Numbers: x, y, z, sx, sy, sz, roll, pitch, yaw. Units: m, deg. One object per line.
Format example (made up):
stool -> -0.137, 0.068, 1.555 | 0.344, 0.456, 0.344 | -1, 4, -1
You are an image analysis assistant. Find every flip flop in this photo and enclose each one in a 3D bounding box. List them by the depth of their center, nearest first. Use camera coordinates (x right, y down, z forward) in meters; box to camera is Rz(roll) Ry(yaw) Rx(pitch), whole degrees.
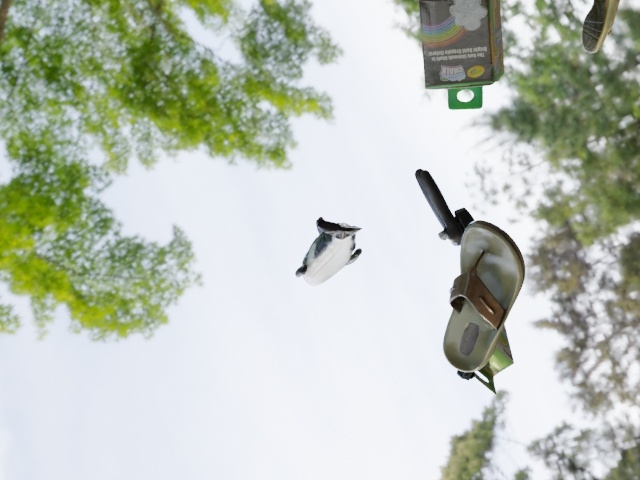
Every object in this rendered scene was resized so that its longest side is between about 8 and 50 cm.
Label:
flip flop -> 0.245, 0.100, 1.419 | 0.112, 0.277, 0.080 | 27, -148, 26

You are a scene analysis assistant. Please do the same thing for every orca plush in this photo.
orca plush -> 0.000, 0.000, 1.824 | 0.287, 0.151, 0.102 | 84, 161, -72

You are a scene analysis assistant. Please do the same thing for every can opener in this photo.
can opener -> 0.244, -0.067, 1.803 | 0.073, 0.059, 0.186 | -40, -77, -16

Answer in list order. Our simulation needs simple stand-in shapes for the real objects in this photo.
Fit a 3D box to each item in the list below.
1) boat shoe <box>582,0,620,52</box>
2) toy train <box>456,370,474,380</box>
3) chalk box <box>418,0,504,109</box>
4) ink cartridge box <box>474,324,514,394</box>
boat shoe -> 0.519, -0.416, 1.623 | 0.048, 0.153, 0.056 | -6, -153, -24
toy train -> 0.281, 0.173, 1.587 | 0.027, 0.036, 0.158 | 30, -98, -43
chalk box -> 0.267, -0.352, 1.662 | 0.132, 0.132, 0.213 | -44, -49, -63
ink cartridge box -> 0.353, 0.216, 1.913 | 0.109, 0.062, 0.209 | 41, -153, -25
